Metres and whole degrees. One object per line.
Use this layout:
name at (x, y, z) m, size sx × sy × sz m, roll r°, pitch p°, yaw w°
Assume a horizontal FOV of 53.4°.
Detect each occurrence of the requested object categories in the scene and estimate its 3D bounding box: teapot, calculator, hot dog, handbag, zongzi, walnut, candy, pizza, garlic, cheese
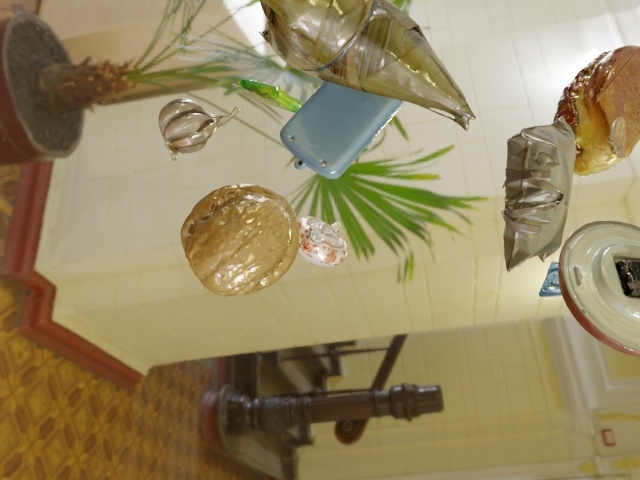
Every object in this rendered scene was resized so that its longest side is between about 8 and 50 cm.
teapot at (0.000, 0.000, 1.665) m, size 0.116 × 0.159 × 0.245 m, roll -65°, pitch 176°, yaw 24°
calculator at (0.032, -0.187, 0.970) m, size 0.121 × 0.210 × 0.039 m, roll 38°, pitch -7°, yaw 17°
hot dog at (0.754, -0.366, 1.672) m, size 0.223 × 0.405 × 0.185 m, roll 48°, pitch -23°, yaw -11°
handbag at (0.375, -0.081, 1.110) m, size 0.182 × 0.117 × 0.270 m, roll -10°, pitch 108°, yaw -46°
zongzi at (0.056, -0.240, 0.846) m, size 0.289 × 0.123 × 0.260 m, roll 36°, pitch 0°, yaw -9°
walnut at (-0.170, -0.005, 1.386) m, size 0.224 × 0.257 × 0.257 m, roll -132°, pitch -148°, yaw -79°
candy at (-0.121, -0.348, 1.532) m, size 0.102 × 0.178 × 0.032 m, roll 32°, pitch 87°, yaw -43°
pizza at (0.680, -0.237, 1.474) m, size 0.099 × 0.029 × 0.100 m, roll -14°, pitch 100°, yaw -48°
garlic at (-0.276, -0.270, 1.444) m, size 0.131 × 0.194 × 0.127 m, roll -105°, pitch 177°, yaw -54°
cheese at (0.688, 0.115, 1.615) m, size 0.135 × 0.245 × 0.052 m, roll -58°, pitch 136°, yaw -25°

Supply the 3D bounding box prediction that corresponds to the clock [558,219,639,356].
clock at (0.642, 0.091, 1.308) m, size 0.080 × 0.319 × 0.318 m, roll 105°, pitch -14°, yaw -54°
